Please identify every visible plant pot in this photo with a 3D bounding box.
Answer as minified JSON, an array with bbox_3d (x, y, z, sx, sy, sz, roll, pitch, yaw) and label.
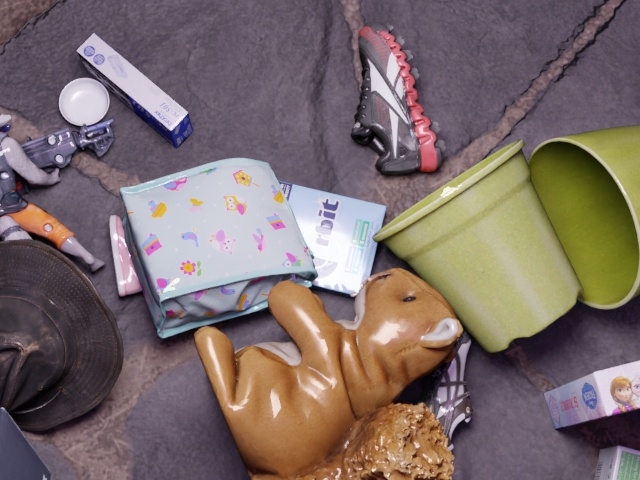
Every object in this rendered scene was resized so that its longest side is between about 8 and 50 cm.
[{"bbox_3d":[0.263,0.023,1.781,0.276,0.276,0.254,-34,92,-8],"label":"plant pot"},{"bbox_3d":[0.517,-0.070,1.808,0.293,0.275,0.275,-20,78,-23],"label":"plant pot"}]

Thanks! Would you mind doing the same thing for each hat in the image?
[{"bbox_3d":[-0.467,0.163,1.702,0.331,0.134,0.331,5,109,15],"label":"hat"}]

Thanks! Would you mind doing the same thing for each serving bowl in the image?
[{"bbox_3d":[-0.391,-0.227,1.924,0.083,0.027,0.083,0,78,-1],"label":"serving bowl"}]

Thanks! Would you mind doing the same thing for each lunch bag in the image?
[{"bbox_3d":[-0.156,0.003,1.785,0.262,0.160,0.223,-15,62,-18],"label":"lunch bag"}]

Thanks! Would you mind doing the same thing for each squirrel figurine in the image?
[{"bbox_3d":[0.052,0.234,1.678,0.370,0.281,0.397,-22,69,-8],"label":"squirrel figurine"}]

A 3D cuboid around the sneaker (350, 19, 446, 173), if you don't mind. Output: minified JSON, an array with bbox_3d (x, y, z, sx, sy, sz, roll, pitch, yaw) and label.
[{"bbox_3d":[0.101,-0.230,1.898,0.135,0.097,0.276,-18,79,-7],"label":"sneaker"}]

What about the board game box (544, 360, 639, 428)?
[{"bbox_3d":[0.519,0.202,1.696,0.318,0.318,0.066,-14,78,-4],"label":"board game box"}]

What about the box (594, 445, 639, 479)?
[{"bbox_3d":[0.472,0.375,1.766,0.087,0.102,0.101,15,76,0],"label":"box"}]

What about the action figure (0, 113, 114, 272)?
[{"bbox_3d":[-0.465,-0.082,1.819,0.341,0.178,0.330,-28,89,-4],"label":"action figure"}]

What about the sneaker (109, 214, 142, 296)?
[{"bbox_3d":[-0.300,0.021,1.860,0.070,0.051,0.134,-9,76,-11],"label":"sneaker"}]

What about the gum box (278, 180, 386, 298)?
[{"bbox_3d":[0.000,0.000,1.873,0.184,0.041,0.157,14,78,3],"label":"gum box"}]

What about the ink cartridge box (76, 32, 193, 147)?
[{"bbox_3d":[-0.302,-0.244,1.894,0.207,0.097,0.046,40,80,8],"label":"ink cartridge box"}]

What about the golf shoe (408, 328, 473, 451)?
[{"bbox_3d":[0.203,0.238,1.816,0.094,0.077,0.198,29,79,-12],"label":"golf shoe"}]

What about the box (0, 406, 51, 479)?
[{"bbox_3d":[-0.570,0.436,1.591,0.312,0.179,0.343,-10,45,7],"label":"box"}]
